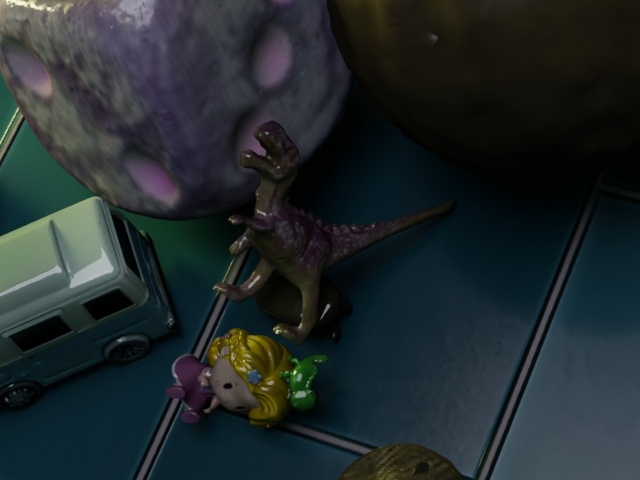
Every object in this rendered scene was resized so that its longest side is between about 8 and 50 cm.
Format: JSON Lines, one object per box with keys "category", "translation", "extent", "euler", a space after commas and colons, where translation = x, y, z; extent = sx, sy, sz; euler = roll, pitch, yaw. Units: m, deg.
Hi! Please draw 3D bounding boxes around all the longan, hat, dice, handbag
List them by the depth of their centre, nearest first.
{"category": "hat", "translation": [0.065, 0.249, 1.696], "extent": [0.146, 0.067, 0.146], "euler": [-7, 62, 14]}
{"category": "longan", "translation": [0.216, -0.254, 1.726], "extent": [0.404, 0.404, 0.436], "euler": [15, 39, 24]}
{"category": "dice", "translation": [-0.146, -0.199, 1.825], "extent": [0.270, 0.271, 0.270], "euler": [13, 49, 43]}
{"category": "handbag", "translation": [-0.025, 0.057, 1.832], "extent": [0.111, 0.047, 0.072], "euler": [20, 73, 23]}

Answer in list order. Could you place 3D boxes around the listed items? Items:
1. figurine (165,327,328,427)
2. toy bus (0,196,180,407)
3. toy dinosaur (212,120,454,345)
{"category": "figurine", "translation": [-0.061, 0.125, 1.790], "extent": [0.156, 0.095, 0.115], "euler": [-10, 39, 33]}
{"category": "toy bus", "translation": [-0.303, 0.069, 1.848], "extent": [0.271, 0.165, 0.133], "euler": [-24, 60, 5]}
{"category": "toy dinosaur", "translation": [0.001, 0.001, 1.777], "extent": [0.200, 0.251, 0.072], "euler": [-61, 25, 2]}
